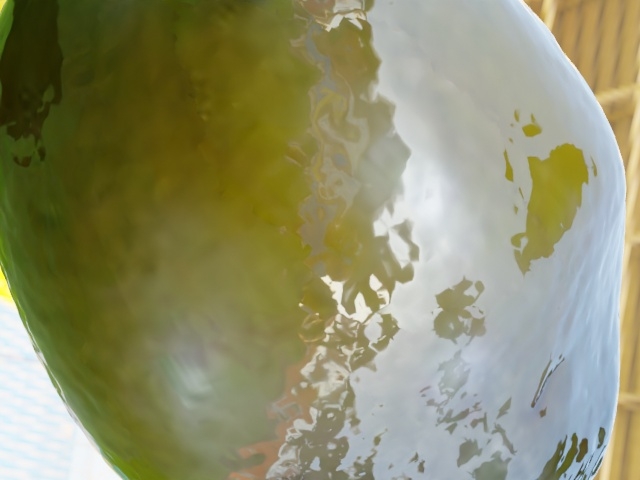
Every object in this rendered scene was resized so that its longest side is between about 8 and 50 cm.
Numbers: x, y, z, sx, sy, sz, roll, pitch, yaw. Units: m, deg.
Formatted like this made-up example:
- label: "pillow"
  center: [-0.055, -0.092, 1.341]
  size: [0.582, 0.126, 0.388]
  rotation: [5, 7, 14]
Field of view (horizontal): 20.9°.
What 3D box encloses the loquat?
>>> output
- label: "loquat"
  center: [0.000, 0.000, 0.492]
  size: [0.179, 0.179, 0.227]
  rotation: [-99, 168, -51]
